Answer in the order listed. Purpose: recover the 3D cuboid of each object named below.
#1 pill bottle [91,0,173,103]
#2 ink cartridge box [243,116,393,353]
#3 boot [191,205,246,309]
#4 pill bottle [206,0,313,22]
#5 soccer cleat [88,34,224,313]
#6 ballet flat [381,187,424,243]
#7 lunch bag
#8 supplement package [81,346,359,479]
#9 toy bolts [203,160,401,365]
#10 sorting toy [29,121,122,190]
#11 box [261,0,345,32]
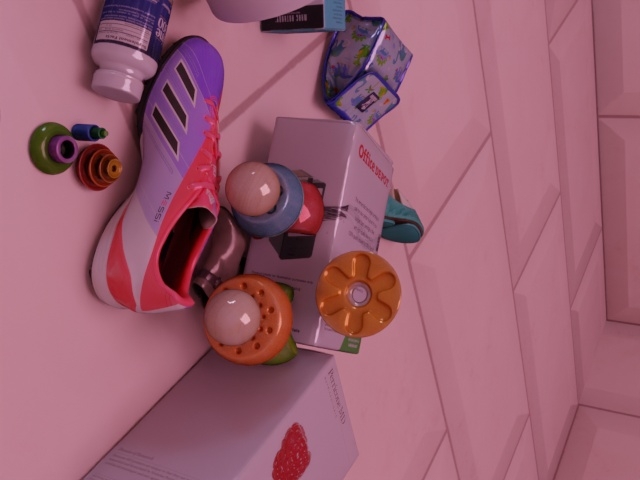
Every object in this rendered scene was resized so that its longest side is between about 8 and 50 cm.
[{"bbox_3d":[-0.193,-0.204,0.753,0.067,0.067,0.120,24,75,-57],"label":"pill bottle"},{"bbox_3d":[0.000,0.000,1.023,0.211,0.121,0.289,33,67,-68],"label":"ink cartridge box"},{"bbox_3d":[-0.130,0.028,0.926,0.087,0.042,0.118,-50,135,-39],"label":"boot"},{"bbox_3d":[-0.097,-0.421,0.731,0.210,0.210,0.363,-57,139,-36],"label":"pill bottle"},{"bbox_3d":[-0.146,-0.074,0.806,0.108,0.116,0.318,35,67,-55],"label":"soccer cleat"},{"bbox_3d":[0.115,-0.054,1.271,0.247,0.083,0.087,18,67,-60],"label":"ballet flat"},{"bbox_3d":[0.066,-0.255,1.146,0.129,0.096,0.151,28,86,-59],"label":"lunch bag"},{"bbox_3d":[-0.107,0.274,0.880,0.293,0.175,0.178,-46,132,-45],"label":"supplement package"},{"bbox_3d":[-0.032,0.017,0.830,0.158,0.218,0.229,35,46,-73],"label":"toy bolts"},{"bbox_3d":[-0.233,-0.086,0.736,0.102,0.042,0.061,26,74,-57],"label":"sorting toy"},{"bbox_3d":[-0.024,-0.395,0.958,0.060,0.100,0.244,-20,113,-56],"label":"box"}]
